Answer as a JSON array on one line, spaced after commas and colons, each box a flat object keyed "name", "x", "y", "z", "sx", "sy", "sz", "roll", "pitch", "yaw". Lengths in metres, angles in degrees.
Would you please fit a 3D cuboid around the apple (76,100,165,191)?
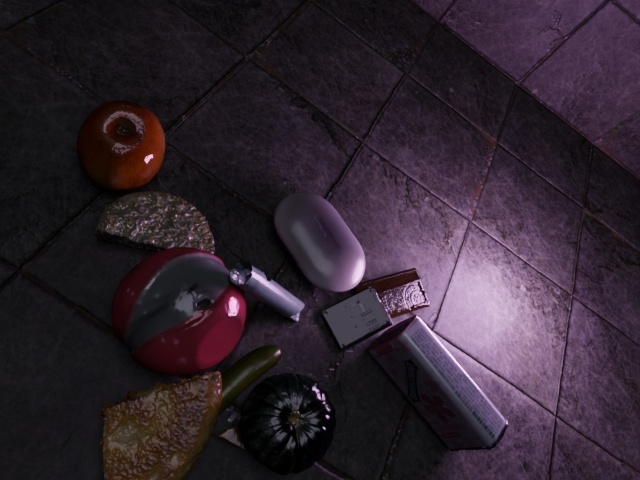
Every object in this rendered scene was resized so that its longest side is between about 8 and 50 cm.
[{"name": "apple", "x": -0.504, "y": -0.245, "z": 1.132, "sx": 0.210, "sy": 0.173, "sz": 0.235, "roll": -2, "pitch": 68, "yaw": -26}]

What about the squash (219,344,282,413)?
[{"name": "squash", "x": -0.193, "y": 0.328, "z": 1.056, "sx": 0.258, "sy": 0.069, "sz": 0.069, "roll": -36, "pitch": 84, "yaw": -35}]

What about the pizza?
[{"name": "pizza", "x": -0.345, "y": 0.394, "z": 0.918, "sx": 0.226, "sy": 0.086, "sz": 0.335, "roll": 36, "pitch": 71, "yaw": -4}]

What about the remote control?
[{"name": "remote control", "x": 0.000, "y": 0.000, "z": 1.291, "sx": 0.221, "sy": 0.103, "sz": 0.332, "roll": -26, "pitch": 79, "yaw": -39}]

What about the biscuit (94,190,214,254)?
[{"name": "biscuit", "x": -0.404, "y": -0.044, "z": 1.136, "sx": 0.281, "sy": 0.084, "sz": 0.179, "roll": 16, "pitch": 55, "yaw": -20}]

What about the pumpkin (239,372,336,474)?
[{"name": "pumpkin", "x": -0.074, "y": 0.413, "z": 1.014, "sx": 0.220, "sy": 0.162, "sz": 0.220, "roll": 6, "pitch": 62, "yaw": -12}]

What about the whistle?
[{"name": "whistle", "x": -0.117, "y": 0.133, "z": 1.092, "sx": 0.062, "sy": 0.312, "sz": 0.062, "roll": -10, "pitch": 61, "yaw": 19}]

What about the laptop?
[{"name": "laptop", "x": 0.103, "y": 0.220, "z": 1.259, "sx": 0.180, "sy": 0.016, "sz": 0.129, "roll": -25, "pitch": 77, "yaw": -17}]

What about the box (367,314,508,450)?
[{"name": "box", "x": 0.311, "y": 0.389, "z": 1.195, "sx": 0.112, "sy": 0.190, "sz": 0.370, "roll": -38, "pitch": 86, "yaw": -34}]

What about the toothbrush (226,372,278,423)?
[{"name": "toothbrush", "x": -0.162, "y": 0.379, "z": 1.079, "sx": 0.014, "sy": 0.011, "sz": 0.167, "roll": 45, "pitch": 55, "yaw": 8}]

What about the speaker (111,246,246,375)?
[{"name": "speaker", "x": -0.322, "y": 0.152, "z": 1.019, "sx": 0.294, "sy": 0.294, "sz": 0.294, "roll": 11, "pitch": 61, "yaw": -21}]

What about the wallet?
[{"name": "wallet", "x": 0.219, "y": 0.168, "z": 1.352, "sx": 0.243, "sy": 0.039, "sz": 0.133, "roll": -11, "pitch": 72, "yaw": -29}]

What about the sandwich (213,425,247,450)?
[{"name": "sandwich", "x": -0.198, "y": 0.445, "z": 1.016, "sx": 0.083, "sy": 0.031, "sz": 0.044, "roll": 32, "pitch": 58, "yaw": -7}]
